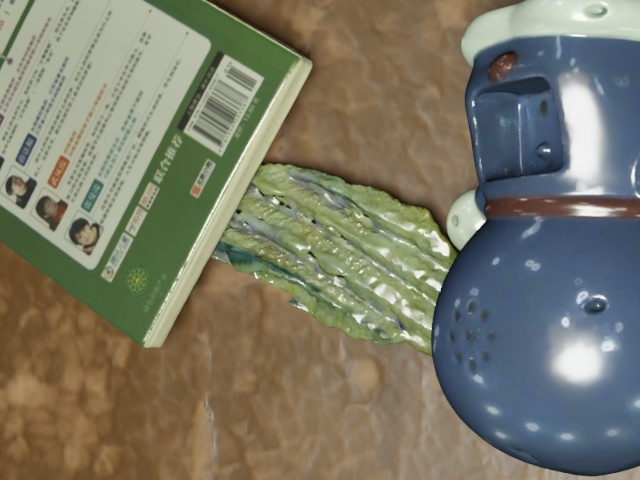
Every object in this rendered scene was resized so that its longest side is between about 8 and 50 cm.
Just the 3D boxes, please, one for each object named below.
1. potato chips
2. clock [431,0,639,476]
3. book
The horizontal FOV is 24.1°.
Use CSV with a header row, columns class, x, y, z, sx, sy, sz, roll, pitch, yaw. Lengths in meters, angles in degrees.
class,x,y,z,sx,sy,sz,roll,pitch,yaw
potato chips,0.000,0.000,0.900,0.207,0.028,0.092,26,104,19
clock,0.134,0.000,0.783,0.199,0.146,0.243,-4,83,52
book,-0.154,-0.085,0.948,0.264,0.027,0.202,33,100,25
